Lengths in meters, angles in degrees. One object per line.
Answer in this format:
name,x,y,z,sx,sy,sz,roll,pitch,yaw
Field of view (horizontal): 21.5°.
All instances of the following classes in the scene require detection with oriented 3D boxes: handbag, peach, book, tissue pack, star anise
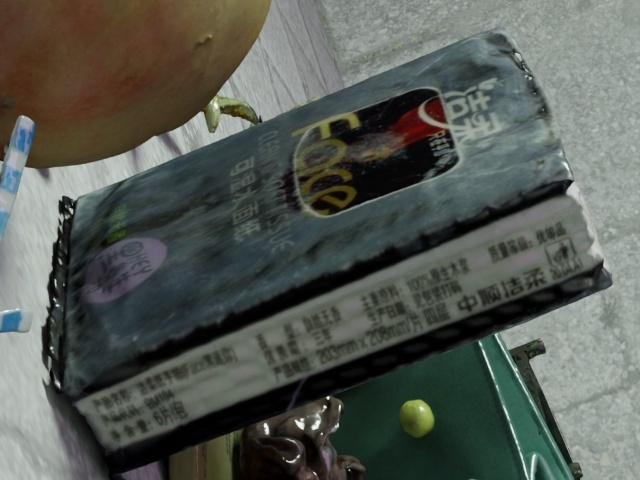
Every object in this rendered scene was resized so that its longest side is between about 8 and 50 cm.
handbag,0.056,0.185,1.446,0.100,0.269,0.274,16,45,-47
peach,-0.157,-0.185,1.015,0.292,0.247,0.292,-20,90,-79
book,-0.073,0.149,1.350,0.231,0.026,0.161,51,33,-64
tissue pack,0.000,0.000,1.160,0.259,0.361,0.122,-97,163,-59
star anise,-0.007,0.233,1.314,0.214,0.099,0.220,-59,141,-57

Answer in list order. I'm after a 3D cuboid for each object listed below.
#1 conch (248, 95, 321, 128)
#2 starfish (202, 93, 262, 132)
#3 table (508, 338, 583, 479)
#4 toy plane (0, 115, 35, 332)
conch,-0.006,-0.020,1.843,0.169,0.203,0.386,29,42,-41
starfish,-0.183,-0.240,1.634,0.358,0.078,0.347,56,11,5
table,0.182,0.335,1.794,0.222,0.272,0.335,-100,165,-57
toy plane,-0.227,-0.004,0.737,0.273,0.107,0.182,34,74,-44
